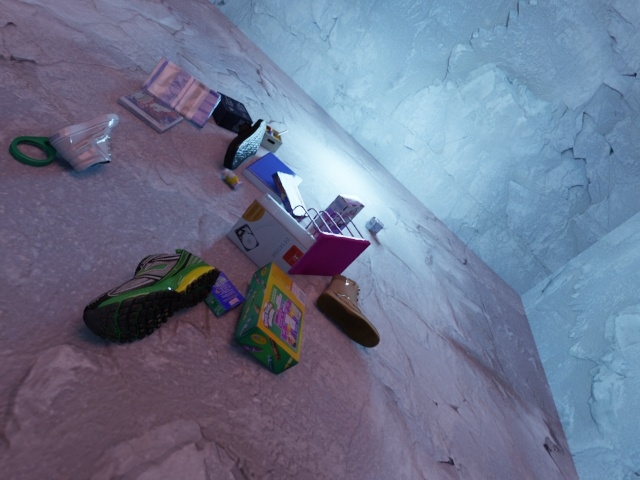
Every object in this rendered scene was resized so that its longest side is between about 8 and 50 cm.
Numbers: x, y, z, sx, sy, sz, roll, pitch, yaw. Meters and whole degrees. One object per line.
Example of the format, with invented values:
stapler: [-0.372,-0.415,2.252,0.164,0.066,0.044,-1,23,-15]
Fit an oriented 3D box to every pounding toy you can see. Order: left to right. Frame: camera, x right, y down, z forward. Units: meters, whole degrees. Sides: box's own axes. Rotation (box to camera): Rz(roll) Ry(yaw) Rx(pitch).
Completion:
pounding toy: [-0.243,-0.533,2.124,0.141,0.100,0.130,26,31,-32]

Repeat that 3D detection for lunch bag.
lunch bag: [0.292,-0.081,2.250,0.083,0.071,0.053,45,30,-1]

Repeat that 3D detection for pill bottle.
pill bottle: [-0.344,-0.238,1.603,0.083,0.043,0.043,45,26,4]

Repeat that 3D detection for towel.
towel: [-0.580,-0.626,1.751,0.285,0.034,0.209,32,58,-20]

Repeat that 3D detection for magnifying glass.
magnifying glass: [-0.726,-0.258,1.115,0.092,0.026,0.231,38,28,-13]

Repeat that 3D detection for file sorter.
file sorter: [0.000,0.000,1.562,0.290,0.202,0.182,9,41,-50]

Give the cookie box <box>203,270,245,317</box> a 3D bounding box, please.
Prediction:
cookie box: [-0.274,0.145,1.133,0.107,0.040,0.092,49,25,10]

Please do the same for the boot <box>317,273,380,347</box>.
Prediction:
boot: [0.120,0.246,1.494,0.262,0.095,0.203,39,25,1]

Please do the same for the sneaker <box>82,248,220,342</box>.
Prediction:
sneaker: [-0.390,0.114,0.949,0.146,0.134,0.343,32,22,13]

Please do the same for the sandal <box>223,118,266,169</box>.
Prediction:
sandal: [-0.337,-0.440,1.798,0.107,0.167,0.446,24,27,-1]

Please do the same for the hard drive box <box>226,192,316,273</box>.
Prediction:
hard drive box: [-0.161,-0.008,1.367,0.232,0.181,0.089,43,26,0]

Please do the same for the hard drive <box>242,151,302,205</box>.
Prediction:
hard drive: [-0.208,-0.288,1.877,0.210,0.040,0.319,41,26,-7]

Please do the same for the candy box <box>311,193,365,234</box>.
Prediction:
candy box: [0.082,-0.113,1.851,0.070,0.196,0.165,53,28,19]

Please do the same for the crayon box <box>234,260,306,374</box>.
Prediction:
crayon box: [-0.129,0.207,1.163,0.165,0.081,0.278,48,23,-24]

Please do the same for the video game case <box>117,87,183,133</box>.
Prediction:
video game case: [-0.643,-0.500,1.591,0.183,0.023,0.201,37,26,-14]

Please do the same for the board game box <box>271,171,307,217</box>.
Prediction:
board game box: [-0.128,-0.188,1.767,0.136,0.035,0.201,-3,69,-66]

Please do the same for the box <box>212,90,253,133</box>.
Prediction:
box: [-0.427,-0.601,1.972,0.158,0.093,0.156,13,39,-48]

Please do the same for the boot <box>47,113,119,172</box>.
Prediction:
boot: [-0.642,-0.276,1.187,0.123,0.095,0.258,61,24,-21]
